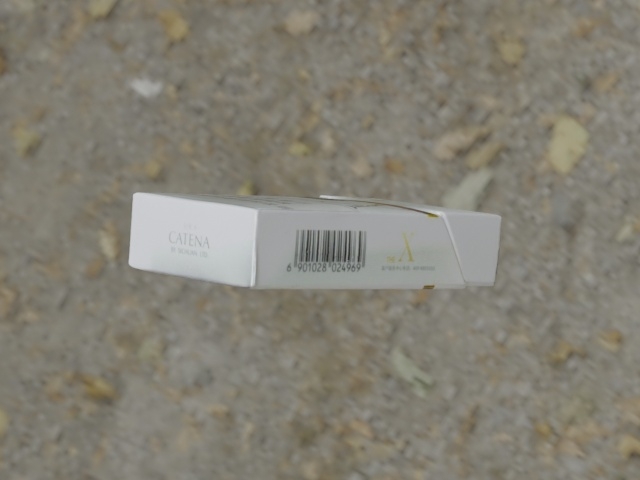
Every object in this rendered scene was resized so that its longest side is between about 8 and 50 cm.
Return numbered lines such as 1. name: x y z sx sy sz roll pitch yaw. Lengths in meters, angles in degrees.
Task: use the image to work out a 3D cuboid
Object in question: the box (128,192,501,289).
1. box: 0.000 0.001 0.898 0.084 0.154 0.040 5 94 46
